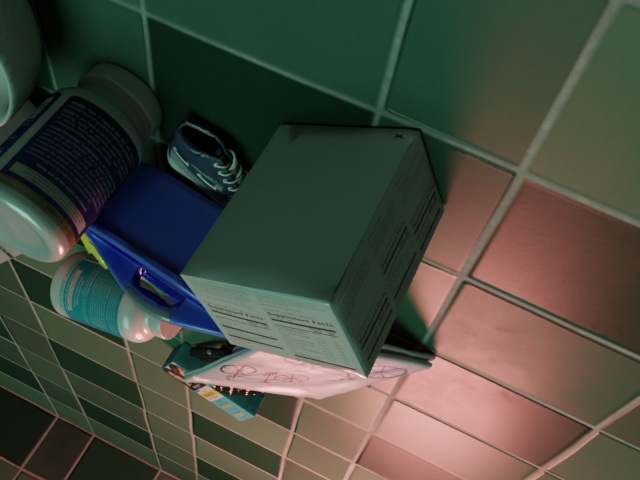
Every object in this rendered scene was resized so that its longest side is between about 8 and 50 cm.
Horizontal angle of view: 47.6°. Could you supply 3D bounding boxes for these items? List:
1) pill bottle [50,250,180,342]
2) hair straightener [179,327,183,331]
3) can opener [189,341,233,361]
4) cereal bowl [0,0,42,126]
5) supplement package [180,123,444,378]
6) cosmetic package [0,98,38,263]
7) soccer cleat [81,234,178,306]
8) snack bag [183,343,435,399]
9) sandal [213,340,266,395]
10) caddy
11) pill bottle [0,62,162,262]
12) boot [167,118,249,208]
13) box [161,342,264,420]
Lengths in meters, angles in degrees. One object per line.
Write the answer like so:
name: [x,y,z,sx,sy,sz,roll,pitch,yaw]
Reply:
pill bottle: [-0.411,0.122,1.496,0.264,0.146,0.146,16,146,22]
hair straightener: [-0.375,0.162,1.633,0.231,0.047,0.089,2,140,30]
can opener: [-0.247,0.263,1.655,0.059,0.073,0.186,41,157,-32]
cereal bowl: [-0.507,-0.315,0.955,0.339,0.141,0.339,21,148,14]
supplement package: [0.000,0.000,0.881,0.204,0.261,0.145,8,142,31]
cosmetic package: [-0.547,-0.098,1.259,0.217,0.156,0.385,45,151,-20]
soccer cleat: [-0.321,0.033,1.381,0.289,0.093,0.121,33,118,2]
snack bag: [-0.026,0.224,1.288,0.323,0.037,0.343,15,151,-32]
sandal: [-0.096,0.191,1.375,0.168,0.106,0.445,6,148,-18]
caddy: [-0.215,0.037,1.118,0.341,0.179,0.241,31,164,19]
pill bottle: [-0.340,-0.113,0.992,0.153,0.264,0.153,22,149,14]
boot: [-0.135,-0.093,1.040,0.190,0.069,0.086,33,154,-5]
box: [-0.265,0.351,1.787,0.244,0.060,0.100,37,148,-12]
